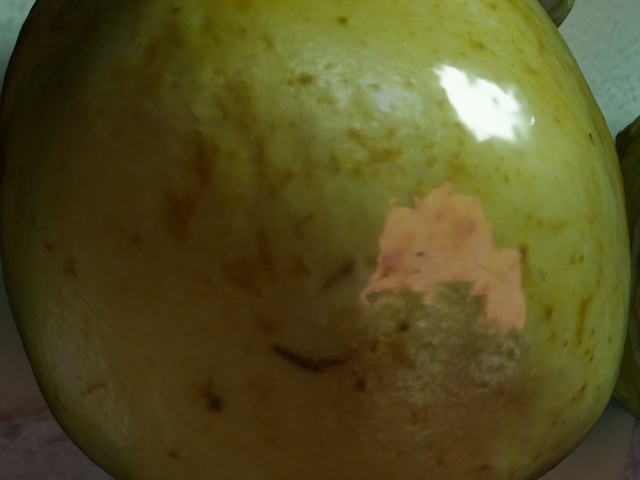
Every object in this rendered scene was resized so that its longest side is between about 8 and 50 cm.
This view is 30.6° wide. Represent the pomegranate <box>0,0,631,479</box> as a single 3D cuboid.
[{"bbox_3d":[-0.005,-0.017,0.505,0.307,0.307,0.307,-16,116,-34],"label":"pomegranate"}]

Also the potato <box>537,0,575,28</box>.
[{"bbox_3d":[0.110,-0.137,0.675,0.101,0.089,0.172,16,95,-44],"label":"potato"}]

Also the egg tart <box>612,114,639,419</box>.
[{"bbox_3d":[0.305,-0.002,0.845,0.339,0.153,0.351,-45,129,-17],"label":"egg tart"}]
